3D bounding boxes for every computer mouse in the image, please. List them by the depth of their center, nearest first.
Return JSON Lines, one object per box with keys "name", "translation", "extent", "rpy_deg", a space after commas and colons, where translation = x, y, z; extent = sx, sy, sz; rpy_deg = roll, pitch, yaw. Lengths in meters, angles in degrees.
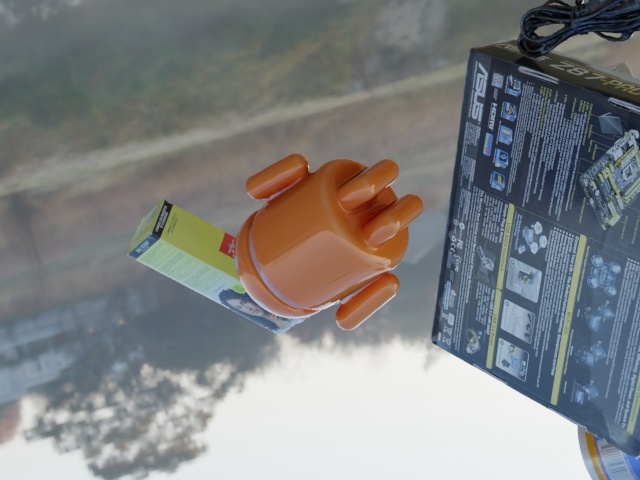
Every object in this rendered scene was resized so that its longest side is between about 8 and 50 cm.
{"name": "computer mouse", "translation": [0.291, -0.341, 1.328], "extent": [0.072, 0.272, 0.188], "rpy_deg": [26, 158, -38]}

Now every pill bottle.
{"name": "pill bottle", "translation": [0.546, 0.292, 1.890], "extent": [0.272, 0.152, 0.152], "rpy_deg": [-21, 180, 27]}

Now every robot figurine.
{"name": "robot figurine", "translation": [0.001, 0.002, 1.249], "extent": [0.158, 0.128, 0.219], "rpy_deg": [29, 136, -32]}

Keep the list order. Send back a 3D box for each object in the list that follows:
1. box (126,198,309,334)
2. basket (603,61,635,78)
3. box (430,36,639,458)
{"name": "box", "translation": [-0.122, 0.036, 1.565], "extent": [0.232, 0.058, 0.087], "rpy_deg": [29, 148, -17]}
{"name": "basket", "translation": [0.358, -0.137, 1.570], "extent": [0.113, 0.103, 0.167], "rpy_deg": [-14, -149, 12]}
{"name": "box", "translation": [0.287, 0.002, 1.404], "extent": [0.097, 0.395, 0.318], "rpy_deg": [-18, -147, -39]}
